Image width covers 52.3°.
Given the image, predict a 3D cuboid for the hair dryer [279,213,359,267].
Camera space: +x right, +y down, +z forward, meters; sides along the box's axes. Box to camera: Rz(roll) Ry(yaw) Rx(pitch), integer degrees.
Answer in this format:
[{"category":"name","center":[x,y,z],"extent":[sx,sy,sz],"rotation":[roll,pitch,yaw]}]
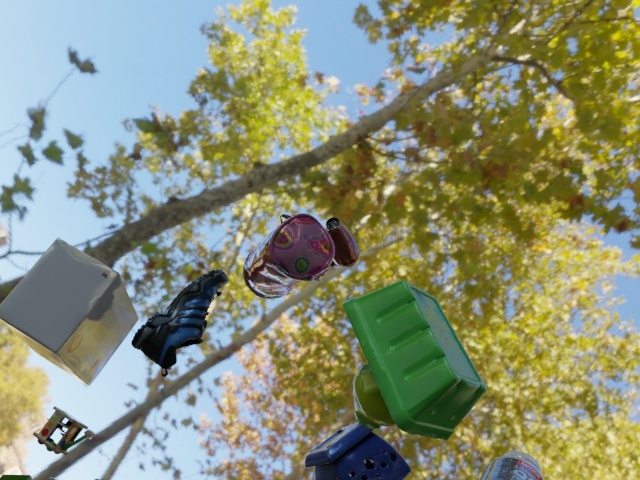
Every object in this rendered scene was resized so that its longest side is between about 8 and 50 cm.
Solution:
[{"category":"hair dryer","center":[0.000,0.000,1.727],"extent":[0.224,0.080,0.293],"rotation":[32,-21,-12]}]

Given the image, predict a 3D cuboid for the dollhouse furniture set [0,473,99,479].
[{"category":"dollhouse furniture set","center":[-0.723,0.723,1.665],"extent":[0.302,0.197,0.151],"rotation":[-2,-74,9]}]

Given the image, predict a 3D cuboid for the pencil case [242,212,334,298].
[{"category":"pencil case","center":[-0.065,0.040,1.212],"extent":[0.124,0.124,0.284],"rotation":[63,-21,2]}]

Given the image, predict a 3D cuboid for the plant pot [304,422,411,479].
[{"category":"plant pot","center":[0.101,0.711,2.056],"extent":[0.212,0.236,0.236],"rotation":[58,-33,8]}]

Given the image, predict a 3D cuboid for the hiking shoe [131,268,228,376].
[{"category":"hiking shoe","center":[-0.329,0.199,1.642],"extent":[0.132,0.304,0.113],"rotation":[46,-32,-1]}]

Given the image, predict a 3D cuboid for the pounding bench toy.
[{"category":"pounding bench toy","center":[-0.442,0.341,1.130],"extent":[0.083,0.065,0.052],"rotation":[24,-22,23]}]

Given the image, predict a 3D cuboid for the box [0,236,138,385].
[{"category":"box","center":[-0.579,0.179,1.537],"extent":[0.168,0.215,0.345],"rotation":[30,-25,6]}]

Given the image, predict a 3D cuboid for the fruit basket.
[{"category":"fruit basket","center":[0.178,0.334,1.616],"extent":[0.392,0.283,0.392],"rotation":[-18,-119,34]}]

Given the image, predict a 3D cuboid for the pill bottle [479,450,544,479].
[{"category":"pill bottle","center":[0.498,0.678,1.715],"extent":[0.176,0.318,0.176],"rotation":[3,-82,25]}]
